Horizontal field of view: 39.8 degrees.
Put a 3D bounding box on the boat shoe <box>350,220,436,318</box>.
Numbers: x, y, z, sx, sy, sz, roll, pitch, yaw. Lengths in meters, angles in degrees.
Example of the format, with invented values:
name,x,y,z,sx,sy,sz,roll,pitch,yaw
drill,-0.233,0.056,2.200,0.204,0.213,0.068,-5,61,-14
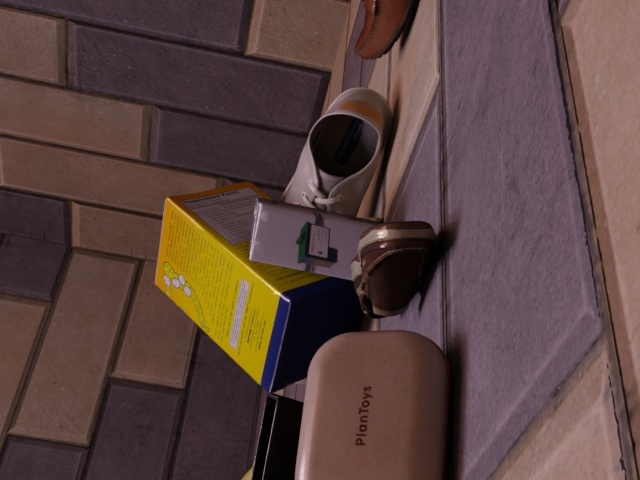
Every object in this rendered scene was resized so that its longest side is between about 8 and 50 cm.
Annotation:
name,x,y,z,sx,sy,sz,roll,pitch,yaw
boat shoe,0.093,0.046,1.101,0.257,0.095,0.095,98,167,-76

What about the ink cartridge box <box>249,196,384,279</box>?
name,x,y,z,sx,sy,sz,roll,pitch,yaw
ink cartridge box,0.000,0.000,1.375,0.160,0.219,0.092,-128,49,-83

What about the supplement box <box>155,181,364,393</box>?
name,x,y,z,sx,sy,sz,roll,pitch,yaw
supplement box,-0.109,0.070,1.558,0.356,0.194,0.195,38,127,36

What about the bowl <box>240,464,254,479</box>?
name,x,y,z,sx,sy,sz,roll,pitch,yaw
bowl,-0.119,0.557,1.786,0.289,0.156,0.289,-171,90,-87

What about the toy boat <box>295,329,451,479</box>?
name,x,y,z,sx,sy,sz,roll,pitch,yaw
toy boat,0.064,0.214,0.904,0.151,0.151,0.231,54,-142,-53

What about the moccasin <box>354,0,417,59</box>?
name,x,y,z,sx,sy,sz,roll,pitch,yaw
moccasin,0.113,-0.490,1.550,0.380,0.147,0.139,107,172,-48

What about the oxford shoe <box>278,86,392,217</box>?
name,x,y,z,sx,sy,sz,roll,pitch,yaw
oxford shoe,0.002,-0.067,1.626,0.130,0.169,0.449,-58,-10,-70

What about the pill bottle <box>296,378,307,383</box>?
name,x,y,z,sx,sy,sz,roll,pitch,yaw
pill bottle,-0.034,0.147,1.809,0.152,0.152,0.272,-115,36,-81

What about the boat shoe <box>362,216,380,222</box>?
name,x,y,z,sx,sy,sz,roll,pitch,yaw
boat shoe,0.065,-0.009,1.565,0.170,0.059,0.063,114,165,-73

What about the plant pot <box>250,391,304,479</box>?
name,x,y,z,sx,sy,sz,roll,pitch,yaw
plant pot,0.006,0.287,1.041,0.187,0.167,0.188,133,147,-79
